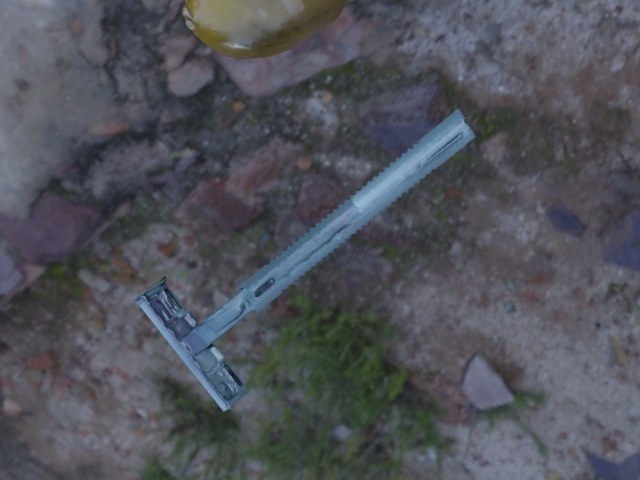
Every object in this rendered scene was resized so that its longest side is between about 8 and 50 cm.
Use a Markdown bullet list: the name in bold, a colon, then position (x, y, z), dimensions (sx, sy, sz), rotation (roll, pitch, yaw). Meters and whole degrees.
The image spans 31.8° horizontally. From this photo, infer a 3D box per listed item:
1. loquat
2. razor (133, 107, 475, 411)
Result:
- **loquat**: position (-0.065, -0.323, 1.425), dimensions (0.234, 0.187, 0.176), rotation (-24, 109, -5)
- **razor**: position (0.000, 0.000, 0.627), dimensions (0.211, 0.036, 0.084), rotation (-39, 89, 10)
